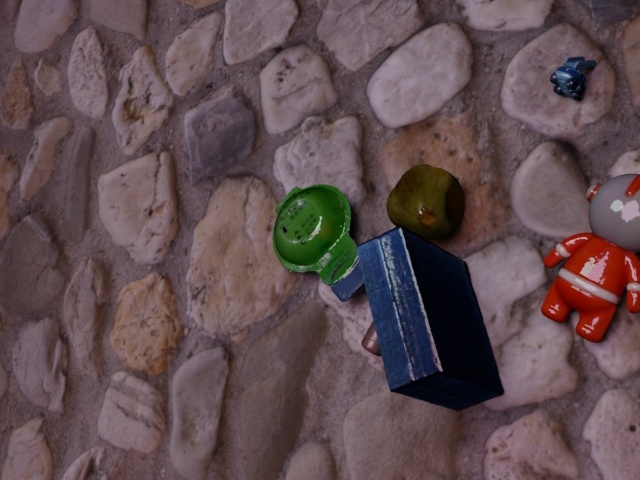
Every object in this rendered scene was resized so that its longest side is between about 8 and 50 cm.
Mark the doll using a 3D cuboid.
[{"bbox_3d":[0.510,0.006,1.659,0.200,0.105,0.336,31,100,39],"label":"doll"}]

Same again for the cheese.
[{"bbox_3d":[0.000,0.000,2.011,0.204,0.083,0.320,-46,52,10],"label":"cheese"}]

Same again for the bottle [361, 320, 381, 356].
[{"bbox_3d":[0.133,0.160,1.882,0.053,0.053,0.140,32,92,37],"label":"bottle"}]

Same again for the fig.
[{"bbox_3d":[0.209,-0.069,1.858,0.165,0.154,0.144,-101,11,-63],"label":"fig"}]

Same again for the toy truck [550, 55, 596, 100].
[{"bbox_3d":[0.485,-0.318,1.809,0.056,0.073,0.090,31,78,37],"label":"toy truck"}]

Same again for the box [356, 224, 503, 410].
[{"bbox_3d":[0.197,0.145,1.713,0.116,0.261,0.279,-26,61,27],"label":"box"}]
